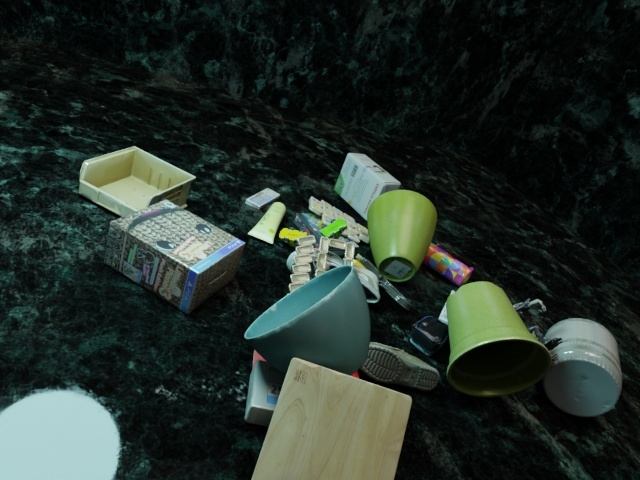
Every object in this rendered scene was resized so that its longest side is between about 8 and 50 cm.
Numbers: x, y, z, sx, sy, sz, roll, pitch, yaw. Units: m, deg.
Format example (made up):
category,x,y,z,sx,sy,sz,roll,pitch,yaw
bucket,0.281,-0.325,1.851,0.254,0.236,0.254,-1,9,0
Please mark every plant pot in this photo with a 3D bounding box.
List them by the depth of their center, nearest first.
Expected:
category,x,y,z,sx,sy,sz,roll,pitch,yaw
plant pot,0.002,0.215,1.114,0.195,0.290,0.290,57,30,-6
plant pot,0.478,0.266,1.400,0.276,0.276,0.253,15,40,-13
plant pot,0.299,0.005,1.828,0.275,0.274,0.293,19,43,-5

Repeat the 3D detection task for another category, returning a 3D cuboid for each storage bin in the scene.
category,x,y,z,sx,sy,sz,roll,pitch,yaw
storage bin,-0.612,-0.184,1.626,0.263,0.123,0.260,27,28,9

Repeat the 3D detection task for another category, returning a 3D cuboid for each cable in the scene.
category,x,y,z,sx,sy,sz,roll,pitch,yaw
cable,0.199,0.150,1.706,0.287,0.072,0.139,46,2,13

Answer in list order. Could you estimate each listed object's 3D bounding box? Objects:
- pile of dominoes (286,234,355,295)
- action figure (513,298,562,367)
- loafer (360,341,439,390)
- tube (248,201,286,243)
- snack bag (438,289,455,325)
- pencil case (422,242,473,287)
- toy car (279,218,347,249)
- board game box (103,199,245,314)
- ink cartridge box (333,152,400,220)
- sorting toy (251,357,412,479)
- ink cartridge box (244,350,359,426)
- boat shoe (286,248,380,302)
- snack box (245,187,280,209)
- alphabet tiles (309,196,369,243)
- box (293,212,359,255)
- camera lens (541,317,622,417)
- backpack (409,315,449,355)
category,x,y,z,sx,sy,sz,roll,pitch,yaw
pile of dominoes,0.001,0.105,1.505,0.196,0.040,0.251,14,61,-13
action figure,0.636,0.272,1.511,0.141,0.163,0.275,-17,28,-5
loafer,0.201,0.344,1.334,0.251,0.094,0.087,25,2,-14
tube,-0.185,-0.065,1.791,0.070,0.062,0.240,-13,26,21
snack bag,0.575,0.305,1.651,0.343,0.037,0.323,31,20,15
pencil case,0.495,0.089,1.956,0.236,0.104,0.104,38,32,25
toy car,0.000,0.000,1.729,0.225,0.053,0.239,-32,53,-20
board game box,-0.407,0.035,1.369,0.291,0.141,0.232,28,29,11
ink cartridge box,0.209,-0.246,2.222,0.117,0.201,0.278,-3,37,-38
sorting toy,0.021,0.400,0.967,0.256,0.089,0.256,19,70,0
ink cartridge box,-0.022,0.345,1.180,0.297,0.066,0.261,16,30,-12
boat shoe,0.045,0.119,1.571,0.321,0.118,0.103,23,23,-13
snack box,-0.232,-0.170,1.973,0.064,0.022,0.178,29,29,11
alphabet tiles,0.079,-0.084,1.963,0.284,0.021,0.278,29,18,-11
box,0.019,-0.024,1.872,0.159,0.044,0.233,-1,36,-36
camera lens,0.814,0.389,1.525,0.220,0.219,0.274,30,29,15
backpack,0.338,0.292,1.502,0.105,0.084,0.114,37,37,25
